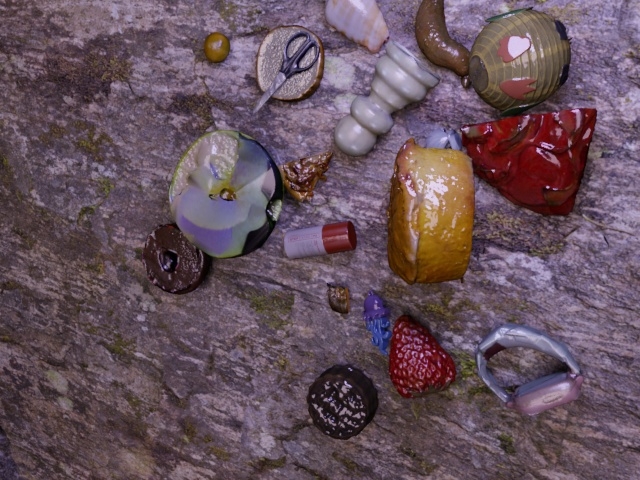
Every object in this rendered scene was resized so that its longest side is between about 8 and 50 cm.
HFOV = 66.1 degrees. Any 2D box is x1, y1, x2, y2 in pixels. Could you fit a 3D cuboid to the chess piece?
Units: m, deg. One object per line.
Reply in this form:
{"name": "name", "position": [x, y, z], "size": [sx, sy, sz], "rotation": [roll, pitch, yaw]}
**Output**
{"name": "chess piece", "position": [0.167, -0.379, 1.401], "size": [0.182, 0.182, 0.330], "rotation": [44, 115, 8]}

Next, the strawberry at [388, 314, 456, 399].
{"name": "strawberry", "position": [0.290, 0.340, 1.473], "size": [0.205, 0.205, 0.245], "rotation": [-24, 67, 21]}

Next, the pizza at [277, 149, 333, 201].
{"name": "pizza", "position": [-0.038, -0.218, 1.546], "size": [0.194, 0.069, 0.154], "rotation": [-37, 85, 22]}

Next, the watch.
{"name": "watch", "position": [0.578, 0.350, 1.397], "size": [0.253, 0.161, 0.241], "rotation": [-29, 76, 19]}

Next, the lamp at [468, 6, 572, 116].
{"name": "lamp", "position": [0.517, -0.451, 1.236], "size": [0.284, 0.250, 0.250], "rotation": [-18, 93, -11]}

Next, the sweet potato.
{"name": "sweet potato", "position": [0.329, -0.558, 1.349], "size": [0.124, 0.098, 0.310], "rotation": [-22, 89, -1]}

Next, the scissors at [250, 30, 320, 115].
{"name": "scissors", "position": [-0.120, -0.489, 1.485], "size": [0.109, 0.022, 0.300], "rotation": [47, 113, 8]}

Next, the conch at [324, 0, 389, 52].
{"name": "conch", "position": [0.093, -0.661, 1.397], "size": [0.255, 0.127, 0.158], "rotation": [47, 109, 6]}

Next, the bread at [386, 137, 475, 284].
{"name": "bread", "position": [0.284, -0.076, 1.313], "size": [0.215, 0.398, 0.399], "rotation": [3, 100, 7]}

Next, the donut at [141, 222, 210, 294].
{"name": "donut", "position": [-0.507, 0.063, 1.742], "size": [0.269, 0.103, 0.270], "rotation": [3, 98, 20]}

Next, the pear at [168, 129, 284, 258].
{"name": "pear", "position": [-0.277, -0.153, 1.589], "size": [0.398, 0.165, 0.399], "rotation": [3, 100, 19]}

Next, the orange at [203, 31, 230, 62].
{"name": "orange", "position": [-0.332, -0.616, 1.576], "size": [0.085, 0.085, 0.095], "rotation": [22, 111, 15]}

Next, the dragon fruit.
{"name": "dragon fruit", "position": [0.516, -0.201, 1.273], "size": [0.329, 0.228, 0.286], "rotation": [10, 104, 16]}

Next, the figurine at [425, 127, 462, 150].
{"name": "figurine", "position": [0.350, -0.281, 1.406], "size": [0.086, 0.082, 0.095], "rotation": [-14, 69, 36]}

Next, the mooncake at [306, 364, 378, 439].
{"name": "mooncake", "position": [0.068, 0.529, 1.605], "size": [0.228, 0.124, 0.228], "rotation": [3, 99, 20]}

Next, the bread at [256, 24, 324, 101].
{"name": "bread", "position": [-0.091, -0.542, 1.512], "size": [0.236, 0.070, 0.236], "rotation": [4, 101, 18]}

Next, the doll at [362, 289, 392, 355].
{"name": "doll", "position": [0.178, 0.257, 1.540], "size": [0.110, 0.067, 0.206], "rotation": [-19, 78, 48]}

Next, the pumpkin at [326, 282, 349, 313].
{"name": "pumpkin", "position": [0.060, 0.185, 1.600], "size": [0.073, 0.035, 0.101], "rotation": [1, 103, 31]}

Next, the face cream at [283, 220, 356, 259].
{"name": "face cream", "position": [0.000, 0.000, 1.555], "size": [0.214, 0.096, 0.096], "rotation": [-9, 96, 20]}
